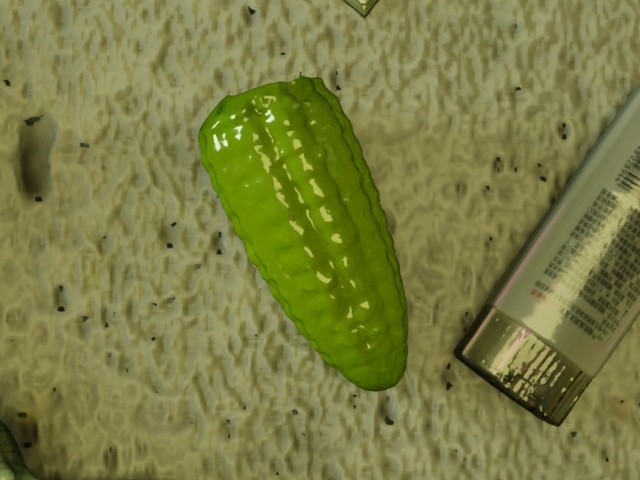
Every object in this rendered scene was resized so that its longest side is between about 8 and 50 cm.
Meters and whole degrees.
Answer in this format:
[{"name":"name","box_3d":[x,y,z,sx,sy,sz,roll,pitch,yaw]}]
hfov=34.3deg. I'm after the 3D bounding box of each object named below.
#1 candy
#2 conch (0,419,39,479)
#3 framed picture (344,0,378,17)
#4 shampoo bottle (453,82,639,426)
[{"name":"candy","box_3d":[0.000,0.000,0.653,0.097,0.097,0.209,-25,95,-4]},{"name":"conch","box_3d":[-0.252,0.127,0.603,0.234,0.137,0.114,49,114,19]},{"name":"framed picture","box_3d":[0.031,-0.266,0.705,0.142,0.011,0.183,38,86,-1]},{"name":"shampoo bottle","box_3d":[0.184,0.006,0.677,0.086,0.056,0.227,35,86,-3]}]
